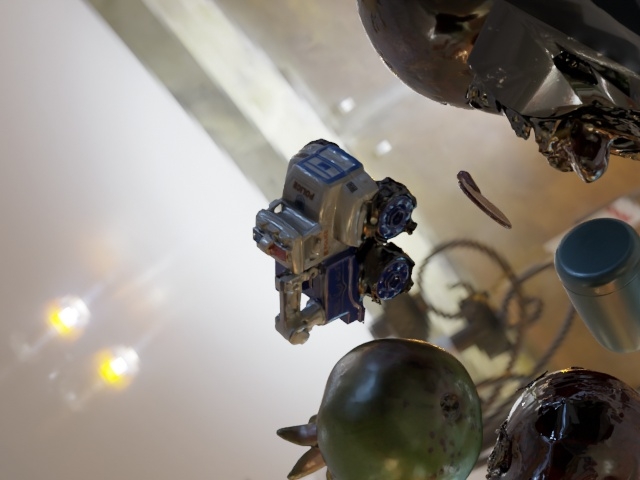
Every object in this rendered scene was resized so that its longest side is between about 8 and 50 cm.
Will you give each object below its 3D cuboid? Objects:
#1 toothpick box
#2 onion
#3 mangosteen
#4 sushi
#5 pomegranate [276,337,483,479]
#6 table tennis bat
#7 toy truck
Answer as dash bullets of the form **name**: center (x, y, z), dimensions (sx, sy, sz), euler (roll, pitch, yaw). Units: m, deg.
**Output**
- **toothpick box**: center (0.402, 0.067, 2.110), dimensions (0.120, 0.120, 0.184), euler (-89, -24, -44)
- **onion**: center (0.317, 0.293, 1.897), dimensions (0.281, 0.221, 0.281), euler (2, -122, -3)
- **mangosteen**: center (0.215, -0.391, 2.110), dimensions (0.381, 0.381, 0.421), euler (-9, -110, -58)
- **sushi**: center (0.273, -0.173, 1.523), dimensions (0.215, 0.212, 0.227), euler (31, -135, 6)
- **pomegranate**: center (0.058, 0.195, 1.590), dimensions (0.181, 0.224, 0.181), euler (22, -121, -43)
- **table tennis bat**: center (0.227, -0.062, 2.197), dimensions (0.098, 0.019, 0.155), euler (35, -167, -26)
- **toy truck**: center (0.000, 0.000, 1.809), dimensions (0.177, 0.213, 0.161), euler (-28, -136, -32)
